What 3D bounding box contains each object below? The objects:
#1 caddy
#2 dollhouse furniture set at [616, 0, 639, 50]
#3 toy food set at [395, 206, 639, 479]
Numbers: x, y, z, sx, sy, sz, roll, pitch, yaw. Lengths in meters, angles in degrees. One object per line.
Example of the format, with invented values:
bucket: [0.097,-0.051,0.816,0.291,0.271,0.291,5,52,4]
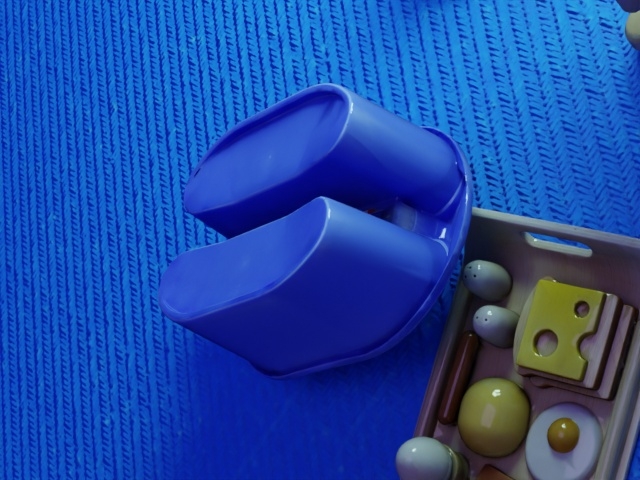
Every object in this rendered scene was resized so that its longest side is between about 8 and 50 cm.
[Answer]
caddy: [0.000,0.000,1.322,0.341,0.179,0.241,-19,50,49]
dollhouse furniture set: [0.187,-0.314,1.188,0.256,0.362,0.394,-31,30,24]
toy food set: [0.165,0.131,1.208,0.219,0.092,0.306,12,83,40]
